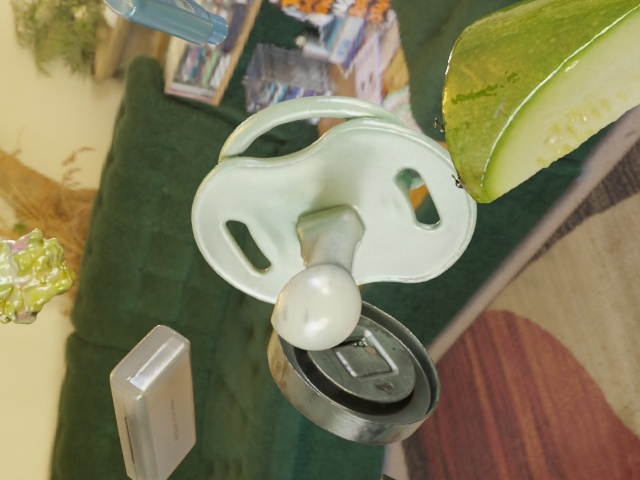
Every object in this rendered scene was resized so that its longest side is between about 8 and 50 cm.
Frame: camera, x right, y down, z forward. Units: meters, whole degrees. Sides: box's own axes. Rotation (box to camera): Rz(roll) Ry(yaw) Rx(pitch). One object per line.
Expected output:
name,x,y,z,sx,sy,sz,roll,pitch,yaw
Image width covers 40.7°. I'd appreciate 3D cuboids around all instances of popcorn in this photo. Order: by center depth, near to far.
popcorn,-0.422,0.051,1.209,0.126,0.145,0.126,56,179,-9

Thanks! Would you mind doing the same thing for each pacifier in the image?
pacifier,0.000,0.000,0.966,0.343,0.288,0.269,-19,35,21

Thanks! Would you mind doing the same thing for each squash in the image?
squash,0.243,-0.146,0.685,0.288,0.111,0.203,0,65,40

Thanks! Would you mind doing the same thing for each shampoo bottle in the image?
shampoo bottle,-0.245,-0.374,1.417,0.104,0.258,0.061,47,111,23

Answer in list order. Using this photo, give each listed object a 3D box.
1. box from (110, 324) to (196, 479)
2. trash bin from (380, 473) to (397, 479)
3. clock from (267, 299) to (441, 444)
box,-0.204,0.214,1.078,0.103,0.055,0.244,-49,-23,-36
trash bin,0.156,0.446,1.165,0.115,0.225,0.165,-67,0,-81
clock,0.059,0.220,1.521,0.066,0.318,0.319,-62,28,30
